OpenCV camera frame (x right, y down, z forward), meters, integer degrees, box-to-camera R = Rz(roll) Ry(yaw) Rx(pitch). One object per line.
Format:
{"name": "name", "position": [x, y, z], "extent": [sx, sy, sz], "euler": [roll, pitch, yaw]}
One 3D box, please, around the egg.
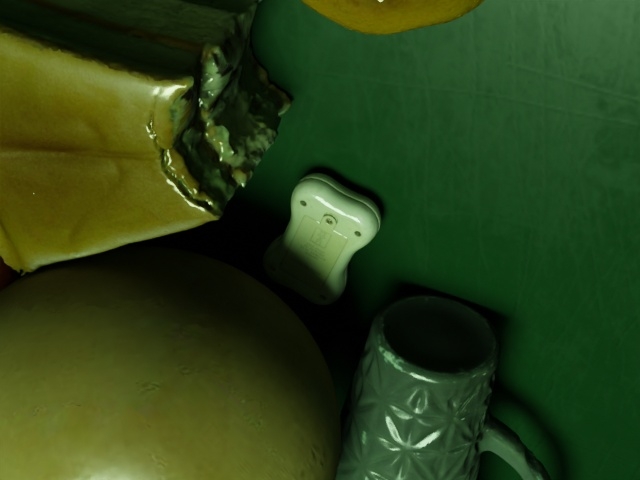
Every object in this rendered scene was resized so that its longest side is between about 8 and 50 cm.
{"name": "egg", "position": [-0.163, 0.157, 0.885], "extent": [0.374, 0.301, 0.301], "euler": [-12, 122, 27]}

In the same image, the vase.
{"name": "vase", "position": [0.084, 0.191, 0.947], "extent": [0.251, 0.156, 0.300], "euler": [13, 128, 7]}

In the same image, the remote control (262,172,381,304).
{"name": "remote control", "position": [0.000, 0.000, 0.889], "extent": [0.074, 0.032, 0.122], "euler": [30, 135, 1]}

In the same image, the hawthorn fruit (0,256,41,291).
{"name": "hawthorn fruit", "position": [-0.381, 0.078, 0.985], "extent": [0.165, 0.285, 0.165], "euler": [40, 153, 25]}

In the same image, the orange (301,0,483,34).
{"name": "orange", "position": [0.040, -0.194, 0.636], "extent": [0.157, 0.134, 0.156], "euler": [0, 92, 5]}

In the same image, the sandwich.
{"name": "sandwich", "position": [-0.133, -0.075, 0.804], "extent": [0.198, 0.155, 0.227], "euler": [18, 135, 13]}
